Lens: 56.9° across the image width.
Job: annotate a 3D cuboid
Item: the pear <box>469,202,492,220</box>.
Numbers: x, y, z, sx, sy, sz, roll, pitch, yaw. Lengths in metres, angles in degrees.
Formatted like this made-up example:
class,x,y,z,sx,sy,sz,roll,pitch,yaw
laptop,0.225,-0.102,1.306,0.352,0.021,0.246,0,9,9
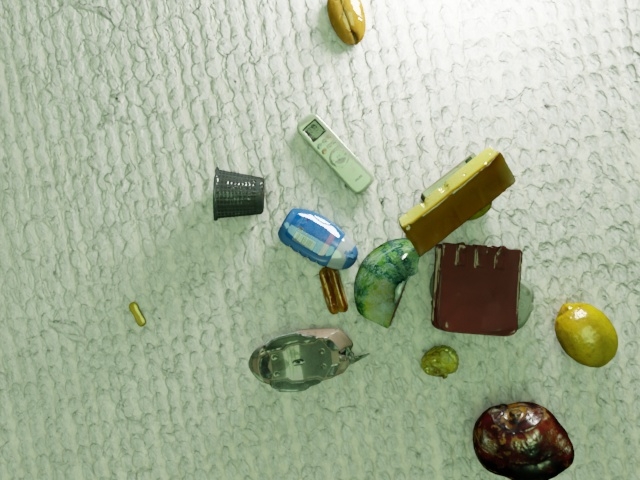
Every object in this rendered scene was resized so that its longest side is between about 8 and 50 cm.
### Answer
class,x,y,z,sx,sy,sz,roll,pitch,yaw
pear,0.472,-0.118,1.858,0.132,0.107,0.107,-21,89,-5

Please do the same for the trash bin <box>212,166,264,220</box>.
class,x,y,z,sx,sy,sz,roll,pitch,yaw
trash bin,-0.260,-0.148,1.898,0.161,0.175,0.175,1,91,-8

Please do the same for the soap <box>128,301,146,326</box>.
class,x,y,z,sx,sy,sz,roll,pitch,yaw
soap,-0.620,0.250,2.000,0.034,0.012,0.089,-28,89,4

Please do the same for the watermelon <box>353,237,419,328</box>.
class,x,y,z,sx,sy,sz,roll,pitch,yaw
watermelon,0.224,0.115,1.871,0.180,0.224,0.305,24,91,-40

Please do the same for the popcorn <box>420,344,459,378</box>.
class,x,y,z,sx,sy,sz,roll,pitch,yaw
popcorn,0.381,0.389,1.869,0.121,0.116,0.106,-32,106,5

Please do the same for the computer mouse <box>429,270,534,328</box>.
class,x,y,z,sx,sy,sz,roll,pitch,yaw
computer mouse,0.506,0.169,1.865,0.331,0.095,0.197,20,89,-1

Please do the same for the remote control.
class,x,y,z,sx,sy,sz,roll,pitch,yaw
remote control,0.048,-0.283,1.921,0.090,0.038,0.309,-41,87,4

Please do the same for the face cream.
class,x,y,z,sx,sy,sz,roll,pitch,yaw
face cream,0.000,0.000,1.905,0.264,0.083,0.149,31,78,4

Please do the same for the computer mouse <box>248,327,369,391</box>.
class,x,y,z,sx,sy,sz,roll,pitch,yaw
computer mouse,-0.038,0.366,1.907,0.390,0.115,0.199,-6,107,-7

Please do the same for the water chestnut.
class,x,y,z,sx,sy,sz,roll,pitch,yaw
water chestnut,0.605,0.614,1.781,0.289,0.289,0.244,-9,66,5

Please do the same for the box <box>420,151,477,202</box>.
class,x,y,z,sx,sy,sz,roll,pitch,yaw
box,0.408,-0.181,1.842,0.201,0.141,0.058,-37,83,3

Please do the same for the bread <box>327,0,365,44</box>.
class,x,y,z,sx,sy,sz,roll,pitch,yaw
bread,0.085,-0.723,1.893,0.114,0.077,0.189,-18,87,1

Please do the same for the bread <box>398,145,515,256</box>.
class,x,y,z,sx,sy,sz,roll,pitch,yaw
bread,0.397,-0.114,1.747,0.361,0.077,0.138,-39,129,5

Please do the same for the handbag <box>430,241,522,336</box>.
class,x,y,z,sx,sy,sz,roll,pitch,yaw
handbag,0.471,0.145,1.780,0.260,0.084,0.275,3,85,-2

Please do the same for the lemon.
class,x,y,z,sx,sy,sz,roll,pitch,yaw
lemon,0.807,0.285,1.801,0.170,0.170,0.207,-34,89,5

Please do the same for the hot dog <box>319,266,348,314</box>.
class,x,y,z,sx,sy,sz,roll,pitch,yaw
hot dog,0.041,0.159,1.926,0.071,0.045,0.164,-15,90,6
